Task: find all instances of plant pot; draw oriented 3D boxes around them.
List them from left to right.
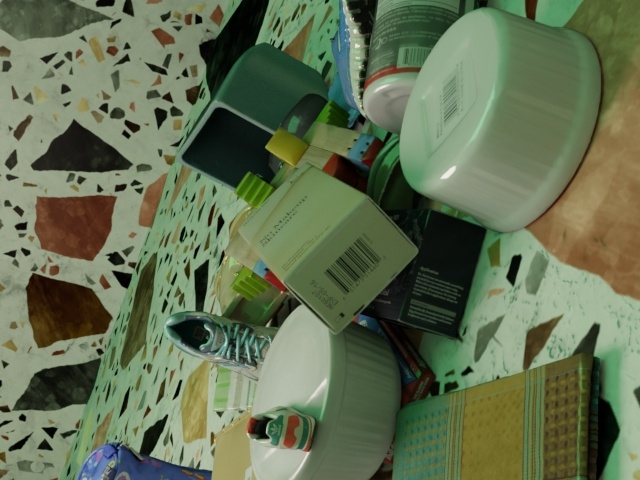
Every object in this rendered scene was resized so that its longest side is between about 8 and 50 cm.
[{"bbox_3d":[-0.121,-0.264,2.054,0.248,0.247,0.252,-43,25,53],"label":"plant pot"}]

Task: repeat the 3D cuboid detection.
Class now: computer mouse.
[{"bbox_3d":[-0.035,-0.135,1.846,0.184,0.060,0.262,46,124,18],"label":"computer mouse"}]

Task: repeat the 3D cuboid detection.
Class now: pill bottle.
[{"bbox_3d":[0.158,-0.314,1.480,0.161,0.161,0.283,-36,41,58],"label":"pill bottle"}]

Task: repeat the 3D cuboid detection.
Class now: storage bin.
[{"bbox_3d":[-0.085,0.412,1.567,0.260,0.123,0.262,-43,35,51],"label":"storage bin"}]

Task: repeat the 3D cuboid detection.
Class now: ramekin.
[{"bbox_3d":[0.009,0.233,1.388,0.273,0.127,0.273,-50,30,44],"label":"ramekin"},{"bbox_3d":[0.216,-0.160,1.246,0.277,0.135,0.277,-50,30,44],"label":"ramekin"}]

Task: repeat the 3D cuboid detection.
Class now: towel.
[{"bbox_3d":[-0.122,0.261,1.795,0.152,0.023,0.113,-8,55,21],"label":"towel"},{"bbox_3d":[0.184,0.290,1.105,0.370,0.040,0.271,-34,43,57],"label":"towel"}]

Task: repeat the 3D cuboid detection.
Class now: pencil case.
[{"bbox_3d":[-0.302,0.465,1.828,0.133,0.306,0.119,-61,35,3],"label":"pencil case"}]

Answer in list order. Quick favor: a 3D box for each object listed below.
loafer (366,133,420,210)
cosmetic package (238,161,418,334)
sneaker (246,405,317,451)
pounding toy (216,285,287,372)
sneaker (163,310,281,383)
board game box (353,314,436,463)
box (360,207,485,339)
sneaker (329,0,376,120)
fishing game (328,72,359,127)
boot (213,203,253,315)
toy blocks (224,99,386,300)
[{"bbox_3d":[0.119,-0.048,1.494,0.087,0.094,0.251,44,127,41],"label":"loafer"},{"bbox_3d":[0.000,0.000,1.368,0.160,0.113,0.309,-45,20,-3],"label":"cosmetic package"},{"bbox_3d":[-0.067,0.243,1.286,0.161,0.075,0.057,-10,65,65],"label":"sneaker"},{"bbox_3d":[-0.095,0.144,1.885,0.269,0.155,0.154,-53,-2,21],"label":"pounding toy"},{"bbox_3d":[-0.155,0.191,1.738,0.122,0.283,0.110,32,-111,-68],"label":"sneaker"},{"bbox_3d":[0.084,0.192,1.450,0.145,0.027,0.281,-68,21,15],"label":"board game box"},{"bbox_3d":[0.134,0.043,1.351,0.156,0.093,0.158,2,74,69],"label":"box"},{"bbox_3d":[0.067,-0.372,1.676,0.147,0.130,0.330,23,117,62],"label":"sneaker"},{"bbox_3d":[0.073,-0.294,1.857,0.189,0.041,0.264,11,80,63],"label":"fishing game"},{"bbox_3d":[-0.155,0.070,2.054,0.203,0.095,0.262,-106,37,-57],"label":"boot"},{"bbox_3d":[-0.005,-0.046,1.647,0.381,0.191,0.261,-55,28,-4],"label":"toy blocks"}]
